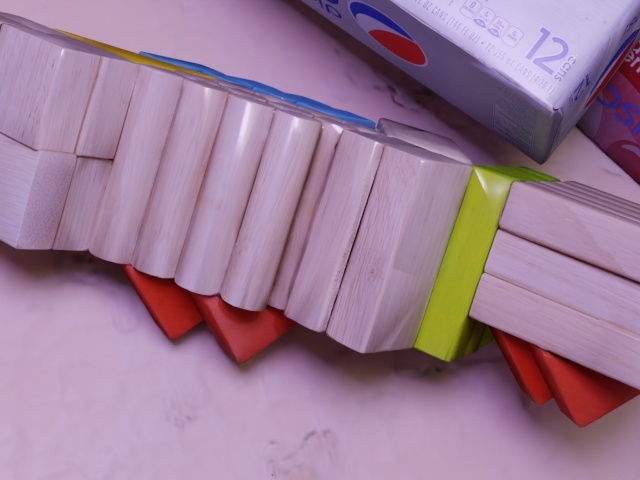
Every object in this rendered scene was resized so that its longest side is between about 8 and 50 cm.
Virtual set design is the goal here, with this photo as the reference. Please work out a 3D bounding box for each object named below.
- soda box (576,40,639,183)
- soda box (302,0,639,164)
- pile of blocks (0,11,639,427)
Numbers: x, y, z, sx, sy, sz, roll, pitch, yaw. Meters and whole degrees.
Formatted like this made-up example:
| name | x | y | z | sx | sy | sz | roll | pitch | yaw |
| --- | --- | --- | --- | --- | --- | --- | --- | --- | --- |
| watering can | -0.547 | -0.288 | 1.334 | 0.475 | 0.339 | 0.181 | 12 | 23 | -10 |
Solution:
| name | x | y | z | sx | sy | sz | roll | pitch | yaw |
| --- | --- | --- | --- | --- | --- | --- | --- | --- | --- |
| soda box | 0.150 | -0.135 | 0.680 | 0.263 | 0.083 | 0.092 | 44 | 57 | 6 |
| soda box | 0.022 | -0.163 | 0.599 | 0.286 | 0.091 | 0.098 | 36 | 83 | 13 |
| pile of blocks | 0.000 | 0.000 | 0.554 | 0.362 | 0.149 | 0.113 | 18 | 101 | 0 |
